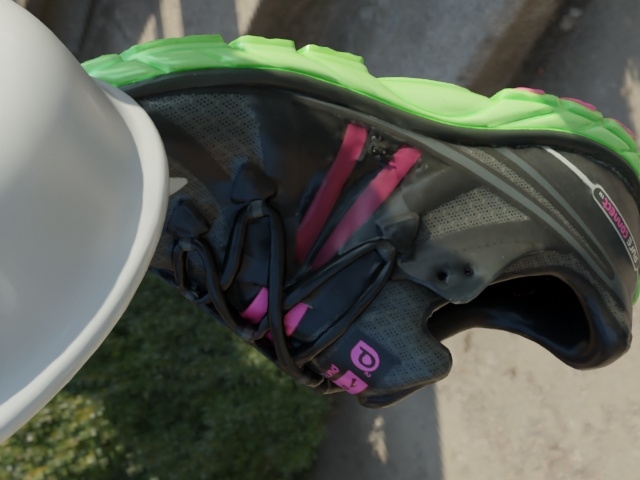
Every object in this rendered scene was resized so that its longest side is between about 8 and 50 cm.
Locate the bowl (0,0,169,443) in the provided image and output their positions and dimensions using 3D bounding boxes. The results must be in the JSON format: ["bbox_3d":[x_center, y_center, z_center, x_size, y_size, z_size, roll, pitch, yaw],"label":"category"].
[{"bbox_3d":[-0.223,-0.027,0.484,0.298,0.298,0.134,33,154,46],"label":"bowl"}]

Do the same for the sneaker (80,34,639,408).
[{"bbox_3d":[0.000,0.000,0.750,0.185,0.483,0.202,122,148,-65],"label":"sneaker"}]
